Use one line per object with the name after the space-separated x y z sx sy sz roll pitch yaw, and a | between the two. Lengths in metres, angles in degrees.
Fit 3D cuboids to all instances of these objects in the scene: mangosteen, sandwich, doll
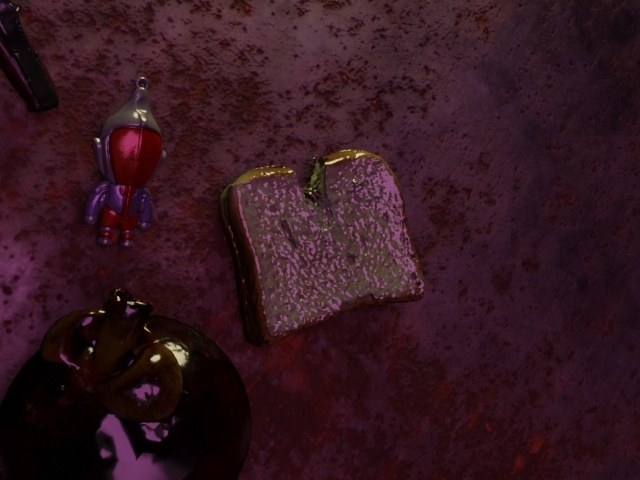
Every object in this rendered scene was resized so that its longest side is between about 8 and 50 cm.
-0.226 0.220 0.958 0.297 0.293 0.297 6 71 -19 | mangosteen
0.001 0.000 1.183 0.273 0.095 0.249 -14 90 -24 | sandwich
-0.255 -0.104 1.078 0.102 0.075 0.228 4 96 -39 | doll

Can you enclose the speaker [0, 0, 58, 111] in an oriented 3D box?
-0.443 -0.262 0.947 0.329 0.198 0.259 -37 89 -30 | speaker
